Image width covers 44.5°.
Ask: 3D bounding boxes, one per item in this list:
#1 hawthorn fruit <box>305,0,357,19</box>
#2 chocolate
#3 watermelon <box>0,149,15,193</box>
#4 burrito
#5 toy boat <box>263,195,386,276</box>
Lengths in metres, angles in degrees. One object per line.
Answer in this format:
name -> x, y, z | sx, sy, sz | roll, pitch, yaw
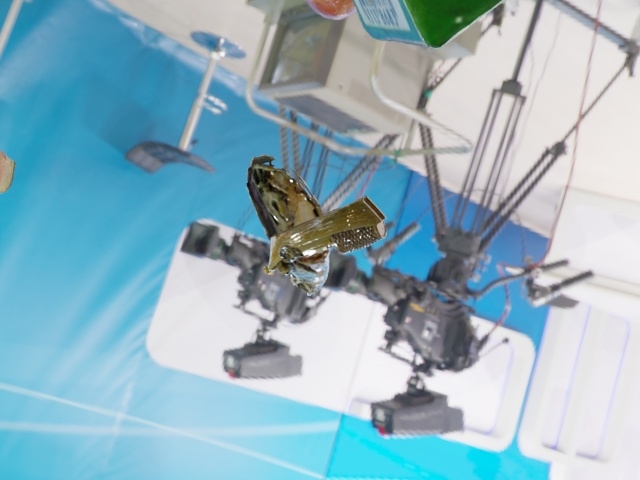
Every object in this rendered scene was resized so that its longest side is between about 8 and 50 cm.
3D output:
hawthorn fruit -> 0.037, -0.537, 1.601 | 0.173, 0.173, 0.173 | 17, 173, 2
chocolate -> 0.205, -0.427, 1.085 | 0.161, 0.341, 0.360 | 53, -177, -19
watermelon -> -0.467, -0.091, 1.002 | 0.069, 0.087, 0.163 | -23, 153, 14
burrito -> -0.040, -0.009, 1.333 | 0.175, 0.107, 0.348 | 55, 173, 17
toy boat -> 0.000, 0.000, 0.810 | 0.149, 0.049, 0.047 | -22, -175, 29
